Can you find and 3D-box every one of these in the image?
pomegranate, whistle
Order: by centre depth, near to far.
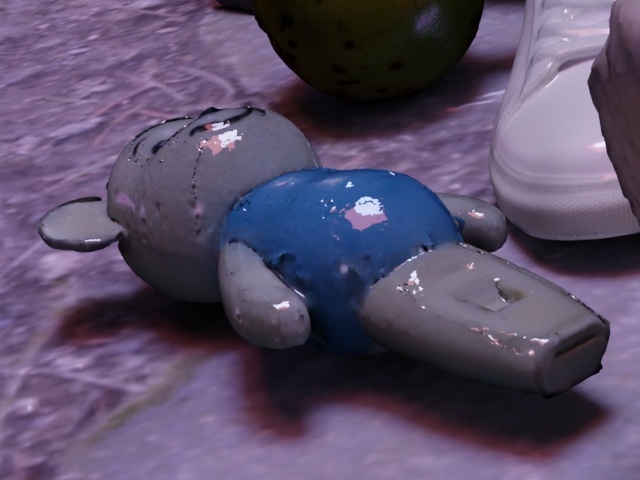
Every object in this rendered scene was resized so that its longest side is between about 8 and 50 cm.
[{"bbox_3d":[0.000,0.000,0.584,0.114,0.077,0.235,-22,28,-34],"label":"whistle"},{"bbox_3d":[0.028,-0.122,0.781,0.130,0.130,0.130,-10,25,5],"label":"pomegranate"}]

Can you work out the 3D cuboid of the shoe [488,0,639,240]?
[{"bbox_3d":[0.117,-0.096,0.690,0.095,0.110,0.265,-4,24,15],"label":"shoe"}]

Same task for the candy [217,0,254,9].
[{"bbox_3d":[0.055,-0.233,1.023,0.312,0.088,0.061,-30,29,-33],"label":"candy"}]

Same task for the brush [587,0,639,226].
[{"bbox_3d":[0.200,0.011,0.389,0.166,0.174,0.267,-32,46,-7],"label":"brush"}]
